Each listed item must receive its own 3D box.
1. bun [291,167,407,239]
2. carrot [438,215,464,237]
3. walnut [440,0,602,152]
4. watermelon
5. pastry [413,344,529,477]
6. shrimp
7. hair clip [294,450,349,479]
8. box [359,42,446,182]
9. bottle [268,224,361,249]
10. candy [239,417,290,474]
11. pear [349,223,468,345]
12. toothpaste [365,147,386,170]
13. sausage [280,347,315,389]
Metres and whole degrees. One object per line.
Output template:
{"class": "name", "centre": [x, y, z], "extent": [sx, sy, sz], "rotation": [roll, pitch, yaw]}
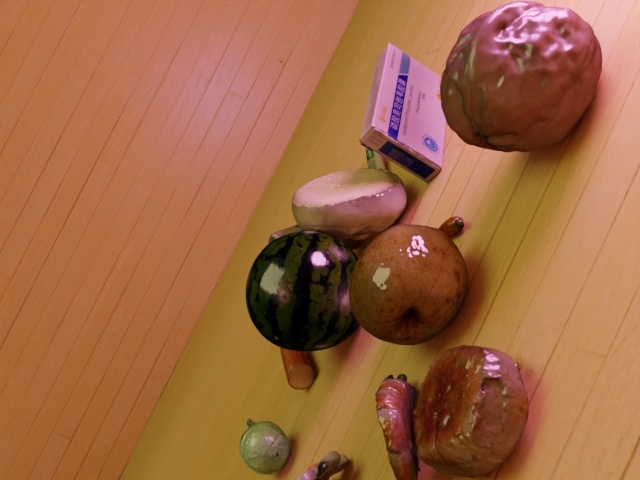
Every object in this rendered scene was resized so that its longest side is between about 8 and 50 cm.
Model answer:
{"class": "bun", "centre": [0.072, -0.078, 1.705], "extent": [0.287, 0.288, 0.146], "rotation": [-105, 4, -68]}
{"class": "carrot", "centre": [0.247, -0.019, 1.396], "extent": [0.035, 0.035, 0.142], "rotation": [-69, 12, -22]}
{"class": "walnut", "centre": [0.331, -0.278, 1.185], "extent": [0.273, 0.227, 0.273], "rotation": [-54, 13, 18]}
{"class": "watermelon", "centre": [-0.033, 0.117, 1.602], "extent": [0.285, 0.285, 0.285], "rotation": [-55, 17, 26]}
{"class": "pastry", "centre": [0.207, 0.232, 0.975], "extent": [0.192, 0.093, 0.182], "rotation": [140, 149, -63]}
{"class": "shrimp", "centre": [0.130, 0.296, 1.126], "extent": [0.317, 0.062, 0.164], "rotation": [-26, -74, -81]}
{"class": "hair clip", "centre": [-0.030, 0.482, 1.328], "extent": [0.146, 0.075, 0.257], "rotation": [-22, -19, -50]}
{"class": "box", "centre": [0.211, -0.314, 1.698], "extent": [0.065, 0.200, 0.343], "rotation": [-44, 24, 44]}
{"class": "bottle", "centre": [0.000, 0.000, 1.819], "extent": [0.120, 0.253, 0.120], "rotation": [46, 146, 44]}
{"class": "candy", "centre": [-0.160, 0.498, 1.776], "extent": [0.119, 0.119, 0.440], "rotation": [-66, 8, -11]}
{"class": "pear", "centre": [0.148, 0.084, 1.235], "extent": [0.228, 0.188, 0.211], "rotation": [-49, 10, 26]}
{"class": "toothpaste", "centre": [0.160, -0.208, 1.986], "extent": [0.314, 0.056, 0.058], "rotation": [-91, -8, -55]}
{"class": "sausage", "centre": [-0.064, 0.301, 1.806], "extent": [0.071, 0.071, 0.234], "rotation": [-61, 15, 9]}
